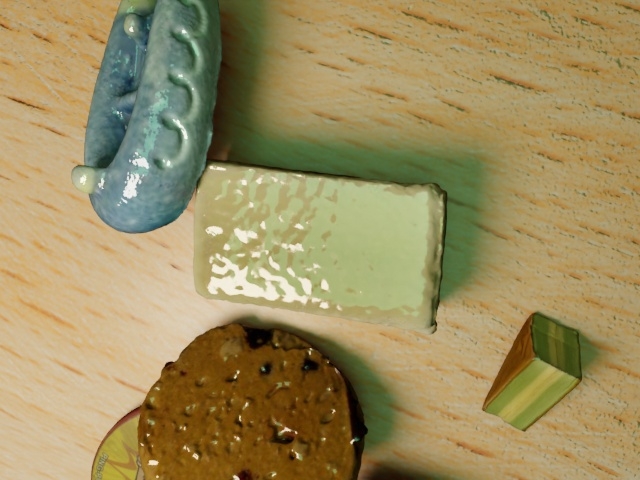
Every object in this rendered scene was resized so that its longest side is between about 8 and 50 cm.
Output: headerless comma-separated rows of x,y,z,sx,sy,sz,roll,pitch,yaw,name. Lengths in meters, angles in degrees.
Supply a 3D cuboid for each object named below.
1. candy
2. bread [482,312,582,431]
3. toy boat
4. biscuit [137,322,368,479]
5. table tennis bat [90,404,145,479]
0.000,0.000,0.682,0.320,0.135,0.180,8,96,7,candy
0.283,0.181,0.724,0.074,0.084,0.139,24,130,4,bread
-0.226,-0.174,0.644,0.215,0.123,0.330,11,92,45,toy boat
-0.087,0.247,0.693,0.295,0.075,0.296,2,56,-2,biscuit
-0.155,0.345,0.790,0.414,0.051,0.268,-21,96,12,table tennis bat
